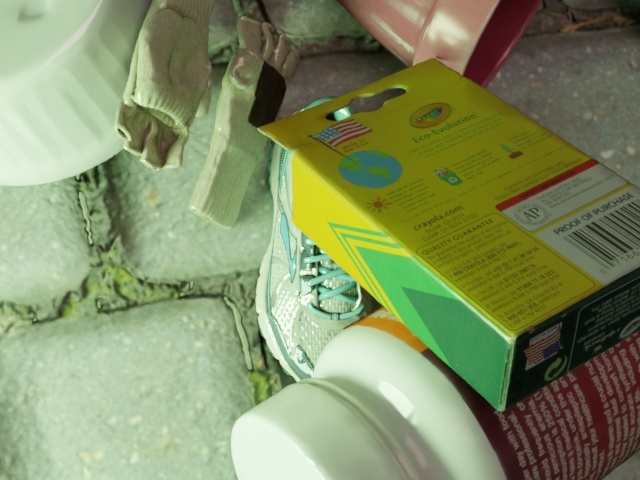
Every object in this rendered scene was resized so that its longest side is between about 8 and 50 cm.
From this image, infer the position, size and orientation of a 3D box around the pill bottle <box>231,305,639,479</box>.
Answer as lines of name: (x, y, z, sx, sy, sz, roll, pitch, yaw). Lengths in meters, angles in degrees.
pill bottle: (0.135, 0.136, 0.942, 0.392, 0.224, 0.224, -28, 84, -29)

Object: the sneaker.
sneaker: (0.000, 0.000, 1.023, 0.110, 0.122, 0.283, -2, 77, -15)

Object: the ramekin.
ramekin: (-0.265, -0.198, 0.949, 0.277, 0.135, 0.277, -3, 69, 9)

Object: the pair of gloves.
pair of gloves: (-0.093, -0.136, 0.983, 0.042, 0.240, 0.204, 9, 72, 24)

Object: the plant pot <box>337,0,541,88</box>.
plant pot: (0.111, -0.257, 1.089, 0.180, 0.201, 0.201, 33, 70, 12)

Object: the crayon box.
crayon box: (0.117, -0.024, 0.897, 0.202, 0.081, 0.318, -24, 46, -26)
